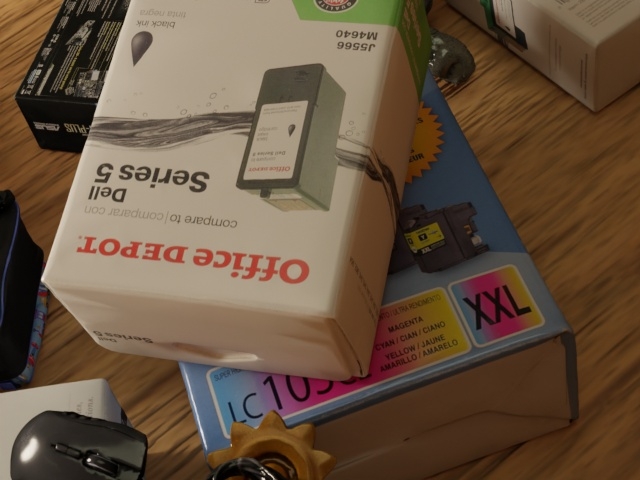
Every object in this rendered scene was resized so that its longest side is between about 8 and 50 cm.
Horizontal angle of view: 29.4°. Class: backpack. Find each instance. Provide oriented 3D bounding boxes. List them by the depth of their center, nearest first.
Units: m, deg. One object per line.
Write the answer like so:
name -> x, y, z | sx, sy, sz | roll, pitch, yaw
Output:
backpack -> -0.329, 0.050, 1.021 | 0.173, 0.117, 0.158 | -6, 53, 5

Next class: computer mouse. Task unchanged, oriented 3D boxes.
computer mouse -> -0.110, 0.151, 0.765 | 0.242, 0.041, 0.071 | 6, 62, 32

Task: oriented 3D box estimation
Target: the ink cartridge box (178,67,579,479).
ink cartridge box -> 0.000, 0.000, 0.980 | 0.270, 0.151, 0.395 | -19, 50, -4

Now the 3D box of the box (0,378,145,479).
box -> -0.226, 0.214, 0.876 | 0.182, 0.119, 0.181 | -9, 53, 4

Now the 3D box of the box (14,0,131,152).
box -> -0.190, -0.174, 1.189 | 0.147, 0.077, 0.180 | 5, 55, 15

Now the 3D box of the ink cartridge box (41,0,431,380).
ink cartridge box -> -0.047, -0.058, 0.837 | 0.198, 0.115, 0.273 | 5, 65, 15

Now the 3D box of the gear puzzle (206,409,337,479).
gear puzzle -> -0.057, 0.276, 0.768 | 0.175, 0.044, 0.339 | 6, 81, 6

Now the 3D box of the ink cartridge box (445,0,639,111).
ink cartridge box -> 0.239, -0.246, 1.151 | 0.160, 0.092, 0.219 | -34, 54, -15

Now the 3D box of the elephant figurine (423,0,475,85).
elephant figurine -> 0.037, -0.259, 1.185 | 0.239, 0.186, 0.169 | 7, 11, 3
